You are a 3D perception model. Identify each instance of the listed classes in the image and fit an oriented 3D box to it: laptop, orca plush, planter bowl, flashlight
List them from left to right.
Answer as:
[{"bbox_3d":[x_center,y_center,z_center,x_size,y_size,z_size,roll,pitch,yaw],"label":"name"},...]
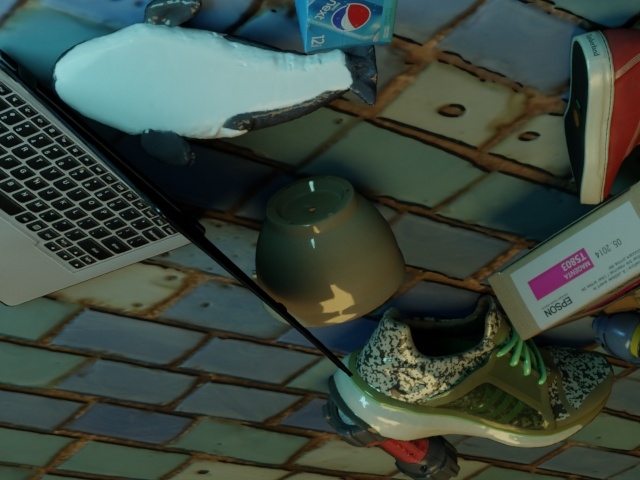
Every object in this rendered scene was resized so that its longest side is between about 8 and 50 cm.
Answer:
[{"bbox_3d":[-0.241,0.022,1.411,0.408,0.236,0.382,-19,148,18],"label":"laptop"},{"bbox_3d":[-0.094,-0.161,1.340,0.287,0.102,0.151,-16,104,2],"label":"orca plush"},{"bbox_3d":[0.000,0.000,1.556,0.162,0.162,0.109,-13,123,5],"label":"planter bowl"},{"bbox_3d":[0.112,0.276,2.080,0.103,0.103,0.304,-25,145,18],"label":"flashlight"}]

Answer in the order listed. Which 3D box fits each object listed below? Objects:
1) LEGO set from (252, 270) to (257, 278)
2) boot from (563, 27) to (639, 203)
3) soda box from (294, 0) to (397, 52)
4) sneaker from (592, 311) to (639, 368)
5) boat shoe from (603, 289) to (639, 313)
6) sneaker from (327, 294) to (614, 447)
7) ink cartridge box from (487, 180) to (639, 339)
[{"bbox_3d":[-0.045,0.030,1.699,0.054,0.023,0.083,1,148,-18],"label":"LEGO set"},{"bbox_3d":[0.342,-0.130,1.494,0.176,0.088,0.244,-10,146,-3],"label":"boot"},{"bbox_3d":[0.005,-0.243,1.076,0.067,0.210,0.071,-7,150,-6],"label":"soda box"},{"bbox_3d":[0.425,0.134,1.989,0.082,0.069,0.209,16,174,30],"label":"sneaker"},{"bbox_3d":[0.427,0.072,1.888,0.135,0.045,0.050,-18,148,12],"label":"boat shoe"},{"bbox_3d":[0.223,0.157,1.896,0.410,0.158,0.182,0,131,-26],"label":"sneaker"},{"bbox_3d":[0.337,0.012,1.658,0.234,0.088,0.193,-36,166,37],"label":"ink cartridge box"}]
